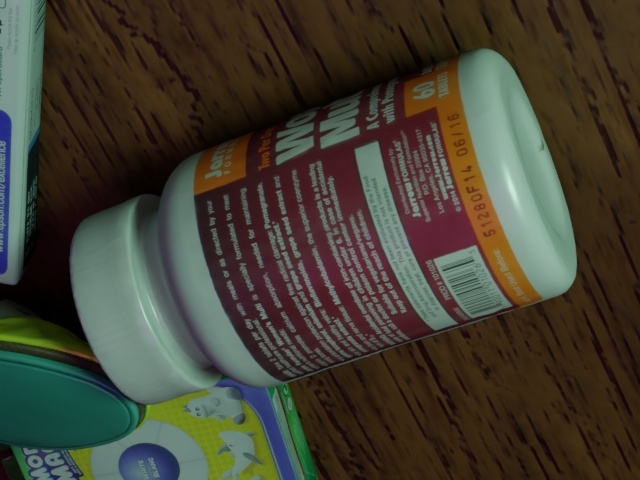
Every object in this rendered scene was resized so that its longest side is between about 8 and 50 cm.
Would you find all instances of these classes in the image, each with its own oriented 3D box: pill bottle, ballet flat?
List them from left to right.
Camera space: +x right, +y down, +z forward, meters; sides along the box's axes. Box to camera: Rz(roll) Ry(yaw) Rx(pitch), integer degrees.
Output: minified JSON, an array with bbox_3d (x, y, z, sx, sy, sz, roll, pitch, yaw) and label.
[{"bbox_3d":[-0.193,0.067,0.785,0.231,0.077,0.077,-6,127,17],"label":"ballet flat"},{"bbox_3d":[0.000,0.000,0.699,0.221,0.121,0.121,-19,116,17],"label":"pill bottle"}]

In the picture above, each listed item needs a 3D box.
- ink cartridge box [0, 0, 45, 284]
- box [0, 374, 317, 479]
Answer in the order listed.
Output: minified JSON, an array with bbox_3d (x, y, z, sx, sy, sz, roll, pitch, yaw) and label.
[{"bbox_3d":[-0.241,-0.090,0.721,0.208,0.045,0.206,10,121,0],"label":"ink cartridge box"},{"bbox_3d":[-0.101,0.118,0.827,0.179,0.043,0.105,-10,118,14],"label":"box"}]
